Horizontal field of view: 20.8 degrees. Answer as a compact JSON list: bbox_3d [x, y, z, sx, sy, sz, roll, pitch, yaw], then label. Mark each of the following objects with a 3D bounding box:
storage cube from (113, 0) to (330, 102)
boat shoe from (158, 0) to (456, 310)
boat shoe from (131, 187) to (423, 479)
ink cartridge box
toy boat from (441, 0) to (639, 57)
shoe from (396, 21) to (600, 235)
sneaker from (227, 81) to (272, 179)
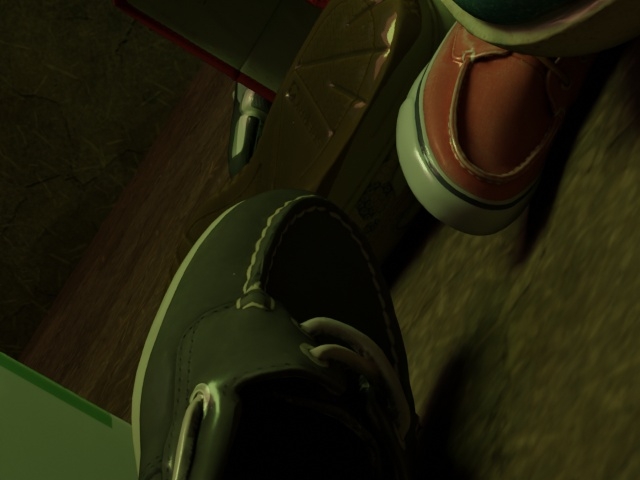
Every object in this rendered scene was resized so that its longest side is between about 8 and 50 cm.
[{"bbox_3d":[0.015,-0.192,1.019,0.193,0.184,0.215,-62,10,-14],"label":"storage cube"},{"bbox_3d":[0.000,0.000,0.878,0.285,0.089,0.104,-56,37,32],"label":"boat shoe"},{"bbox_3d":[-0.011,0.108,0.560,0.095,0.112,0.335,-27,36,40],"label":"boat shoe"},{"bbox_3d":[-0.163,0.145,1.002,0.093,0.154,0.212,-63,11,-20],"label":"ink cartridge box"},{"bbox_3d":[0.119,-0.236,0.610,0.318,0.148,0.267,-43,45,29],"label":"toy boat"},{"bbox_3d":[0.086,-0.083,0.710,0.081,0.063,0.178,-54,8,43],"label":"shoe"},{"bbox_3d":[-0.029,-0.132,1.187,0.132,0.086,0.228,7,72,52],"label":"sneaker"}]
